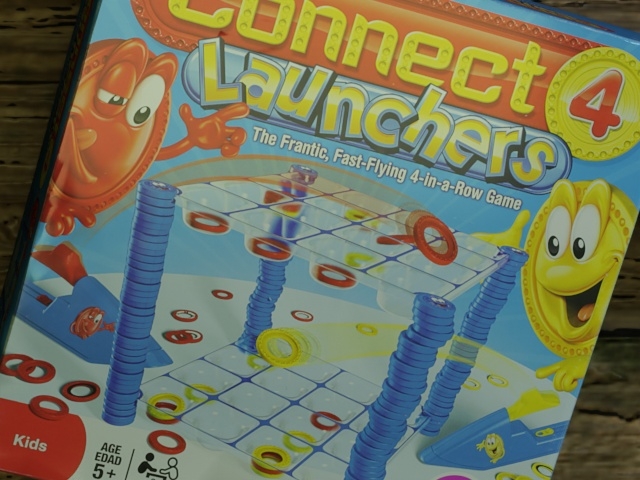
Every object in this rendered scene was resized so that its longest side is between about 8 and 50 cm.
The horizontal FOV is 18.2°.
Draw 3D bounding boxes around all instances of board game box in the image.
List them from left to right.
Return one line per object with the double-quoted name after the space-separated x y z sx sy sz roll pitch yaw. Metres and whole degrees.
0.000 0.000 1.059 0.308 0.086 0.302 14 102 -13 "board game box"

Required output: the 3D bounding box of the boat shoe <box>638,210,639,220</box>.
0.327 -0.044 1.096 0.302 0.109 0.098 3 105 -5 "boat shoe"
